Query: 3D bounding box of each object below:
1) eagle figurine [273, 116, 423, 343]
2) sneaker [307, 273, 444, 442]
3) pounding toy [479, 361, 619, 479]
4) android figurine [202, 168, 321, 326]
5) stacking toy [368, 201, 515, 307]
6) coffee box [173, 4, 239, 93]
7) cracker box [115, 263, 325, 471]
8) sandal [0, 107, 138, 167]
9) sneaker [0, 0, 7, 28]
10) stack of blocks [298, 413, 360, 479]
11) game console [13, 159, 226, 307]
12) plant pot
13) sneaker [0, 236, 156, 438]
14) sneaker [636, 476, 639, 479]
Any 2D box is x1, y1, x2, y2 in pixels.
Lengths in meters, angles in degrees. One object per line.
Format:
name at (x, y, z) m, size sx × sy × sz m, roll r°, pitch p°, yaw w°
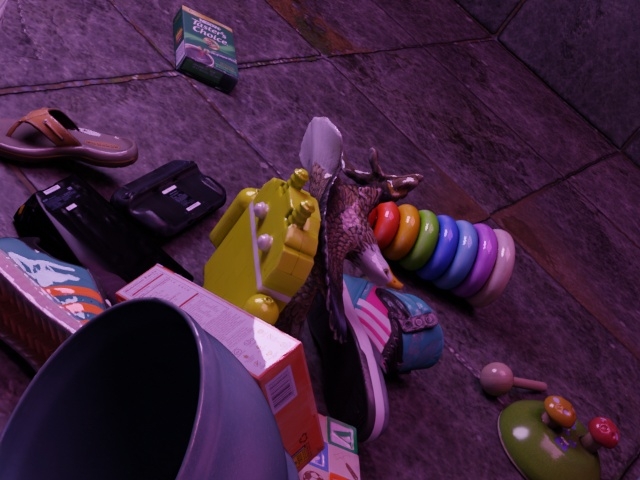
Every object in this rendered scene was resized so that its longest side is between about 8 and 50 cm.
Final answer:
eagle figurine at (0.009, 0.006, 1.310) m, size 0.225 × 0.226 × 0.298 m, roll 23°, pitch 48°, yaw 29°
sneaker at (0.092, 0.163, 1.405) m, size 0.178 × 0.124 × 0.296 m, roll 12°, pitch 36°, yaw -22°
pounding toy at (0.363, 0.272, 1.546) m, size 0.182 × 0.110 × 0.237 m, roll 13°, pitch 38°, yaw -36°
android figurine at (-0.084, 0.034, 1.231) m, size 0.056 × 0.273 × 0.248 m, roll 23°, pitch 34°, yaw -24°
stacking toy at (0.154, -0.004, 1.706) m, size 0.330 × 0.141 × 0.141 m, roll 21°, pitch 33°, yaw -16°
coffee box at (-0.211, -0.351, 1.865) m, size 0.113 × 0.040 × 0.184 m, roll 22°, pitch 33°, yaw -25°
cracker box at (-0.108, 0.138, 1.085) m, size 0.232 × 0.156 × 0.067 m, roll 25°, pitch 49°, yaw 39°
sandal at (-0.352, -0.145, 1.377) m, size 0.219 × 0.060 × 0.090 m, roll 8°, pitch 31°, yaw -17°
sneaker at (-0.536, -0.284, 1.320) m, size 0.122 × 0.146 × 0.330 m, roll 41°, pitch 31°, yaw 4°
stack of blocks at (-0.012, 0.321, 1.095) m, size 0.171 × 0.087 × 0.297 m, roll 26°, pitch 32°, yaw -20°
game console at (-0.232, -0.024, 1.386) m, size 0.213 × 0.044 × 0.361 m, roll 42°, pitch 31°, yaw 5°
plant pot at (-0.142, 0.224, 0.925) m, size 0.196 × 0.293 × 0.293 m, roll 37°, pitch 25°, yaw -37°
sneaker at (-0.261, 0.098, 1.117) m, size 0.302 × 0.108 × 0.121 m, roll 43°, pitch 34°, yaw 12°
sneaker at (0.472, 0.419, 1.467) m, size 0.125 × 0.104 × 0.262 m, roll 31°, pitch 30°, yaw -8°
